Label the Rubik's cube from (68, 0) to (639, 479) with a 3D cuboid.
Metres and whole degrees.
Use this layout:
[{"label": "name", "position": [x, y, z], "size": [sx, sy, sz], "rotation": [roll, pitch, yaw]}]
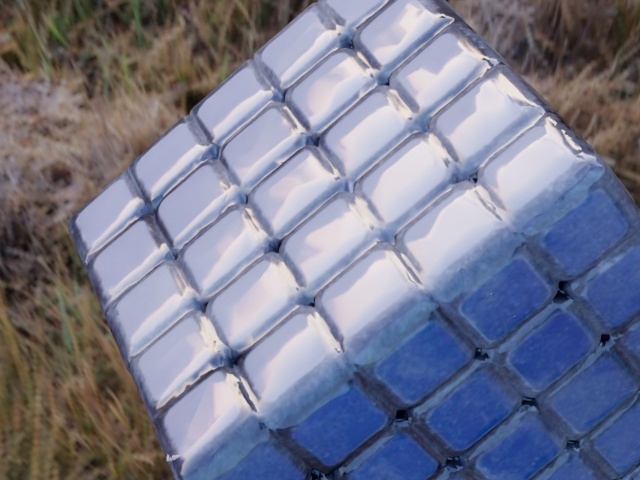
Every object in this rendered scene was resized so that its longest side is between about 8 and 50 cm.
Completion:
[{"label": "Rubik's cube", "position": [0.050, 0.038, 0.806], "size": [0.237, 0.237, 0.238], "rotation": [-39, 40, 4]}]
